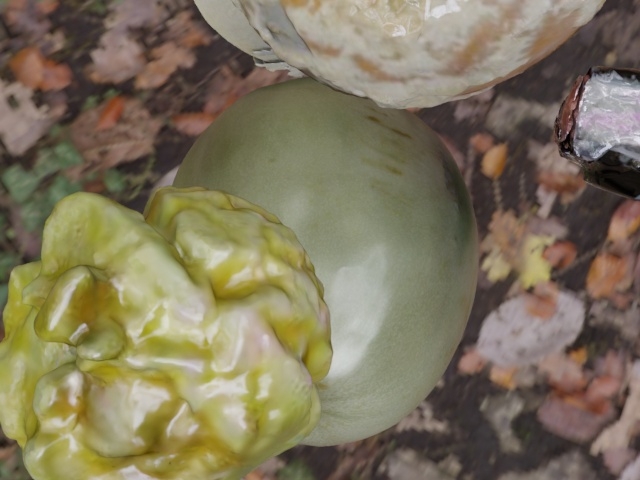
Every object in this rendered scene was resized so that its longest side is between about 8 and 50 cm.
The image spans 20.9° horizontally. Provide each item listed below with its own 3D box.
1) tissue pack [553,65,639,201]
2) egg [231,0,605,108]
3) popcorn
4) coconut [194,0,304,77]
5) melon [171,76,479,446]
[{"bbox_3d":[0.338,-0.088,1.622,0.245,0.332,0.123,11,94,6],"label":"tissue pack"},{"bbox_3d":[0.055,-0.169,0.954,0.233,0.195,0.195,3,110,17],"label":"egg"},{"bbox_3d":[-0.087,0.055,0.931,0.167,0.187,0.185,56,152,15],"label":"popcorn"},{"bbox_3d":[0.004,-0.327,1.778,0.323,0.323,0.323,6,111,16],"label":"coconut"},{"bbox_3d":[0.001,0.012,1.356,0.271,0.272,0.308,-23,63,24],"label":"melon"}]
